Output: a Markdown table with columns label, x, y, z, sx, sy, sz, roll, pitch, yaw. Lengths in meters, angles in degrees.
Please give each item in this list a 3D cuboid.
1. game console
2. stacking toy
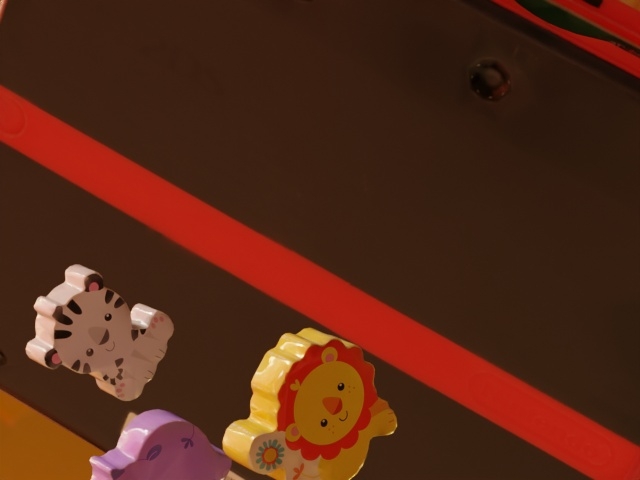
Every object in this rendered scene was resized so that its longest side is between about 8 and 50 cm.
| label | x | y | z | sx | sy | sz | roll | pitch | yaw |
| --- | --- | --- | --- | --- | --- | --- | --- | --- | --- |
| game console | 0.000 | 0.000 | 0.901 | 0.386 | 0.060 | 0.342 | 30 | 123 | 11 |
| stacking toy | -0.080 | 0.119 | 0.639 | 0.052 | 0.221 | 0.167 | 31 | 172 | -33 |
